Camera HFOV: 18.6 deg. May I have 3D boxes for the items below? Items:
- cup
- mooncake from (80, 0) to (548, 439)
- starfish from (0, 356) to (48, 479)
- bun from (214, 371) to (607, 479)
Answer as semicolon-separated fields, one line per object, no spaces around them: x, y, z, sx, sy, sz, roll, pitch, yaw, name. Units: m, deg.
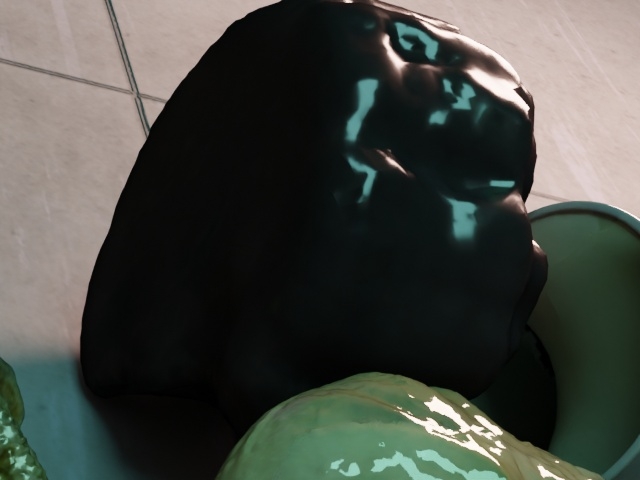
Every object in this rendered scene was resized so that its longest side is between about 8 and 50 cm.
0.232;0.143;1.494;0.327;0.323;0.237;26;58;-42;cup
0.000;0.000;1.399;0.212;0.350;0.381;15;12;-27;mooncake
-0.099;0.233;1.235;0.432;0.082;0.324;31;21;-2;starfish
0.097;0.224;1.131;0.361;0.213;0.361;34;31;-24;bun
